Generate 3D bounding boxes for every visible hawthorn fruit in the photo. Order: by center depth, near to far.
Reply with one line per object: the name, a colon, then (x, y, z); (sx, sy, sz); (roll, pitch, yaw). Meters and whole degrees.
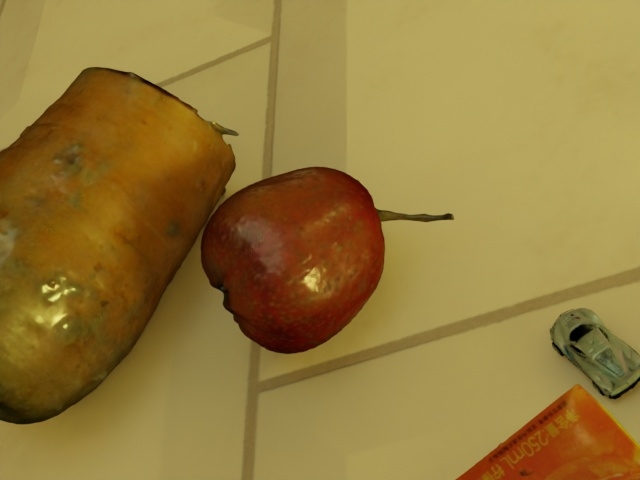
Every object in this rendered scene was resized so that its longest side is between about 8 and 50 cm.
hawthorn fruit: (0.000, 0.000, 1.029); (0.203, 0.162, 0.162); (-30, 39, -12)

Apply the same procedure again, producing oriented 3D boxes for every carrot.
carrot: (-0.249, 0.004, 1.140); (0.224, 0.224, 0.340); (12, 62, 42)

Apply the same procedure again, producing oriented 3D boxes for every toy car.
toy car: (0.206, 0.082, 0.889); (0.041, 0.025, 0.093); (-39, 41, -2)

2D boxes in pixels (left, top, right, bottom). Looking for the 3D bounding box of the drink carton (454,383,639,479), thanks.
drink carton: (0.203, 0.259, 0.670); (0.154, 0.111, 0.351); (-38, 42, 1)
